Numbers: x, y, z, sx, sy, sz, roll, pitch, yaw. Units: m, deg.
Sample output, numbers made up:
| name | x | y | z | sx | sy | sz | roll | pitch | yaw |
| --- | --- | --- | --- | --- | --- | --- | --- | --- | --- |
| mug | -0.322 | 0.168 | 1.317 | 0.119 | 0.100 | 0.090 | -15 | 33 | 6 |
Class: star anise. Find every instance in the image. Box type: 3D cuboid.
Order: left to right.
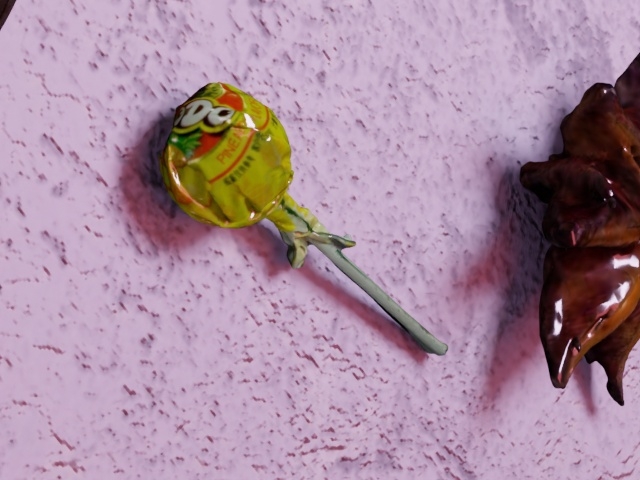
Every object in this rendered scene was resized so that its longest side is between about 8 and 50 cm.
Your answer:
| name | x | y | z | sx | sy | sz | roll | pitch | yaw |
| --- | --- | --- | --- | --- | --- | --- | --- | --- | --- |
| star anise | 0.188 | -0.021 | 1.312 | 0.272 | 0.102 | 0.272 | -39 | 139 | -46 |

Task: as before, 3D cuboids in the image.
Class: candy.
| name | x | y | z | sx | sy | sz | roll | pitch | yaw |
| --- | --- | --- | --- | --- | --- | --- | --- | --- | --- |
| candy | -0.002 | 0.001 | 1.184 | 0.077 | 0.073 | 0.262 | -51 | 128 | -4 |

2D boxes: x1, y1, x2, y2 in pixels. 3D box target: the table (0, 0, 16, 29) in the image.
| name | x | y | z | sx | sy | sz | roll | pitch | yaw |
| --- | --- | --- | --- | --- | --- | --- | --- | --- | --- |
| table | -0.178 | -0.268 | 0.948 | 0.249 | 0.317 | 0.317 | -41 | 115 | -44 |
